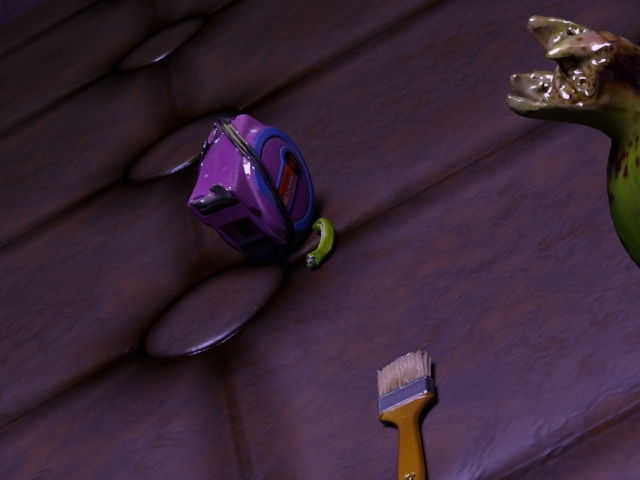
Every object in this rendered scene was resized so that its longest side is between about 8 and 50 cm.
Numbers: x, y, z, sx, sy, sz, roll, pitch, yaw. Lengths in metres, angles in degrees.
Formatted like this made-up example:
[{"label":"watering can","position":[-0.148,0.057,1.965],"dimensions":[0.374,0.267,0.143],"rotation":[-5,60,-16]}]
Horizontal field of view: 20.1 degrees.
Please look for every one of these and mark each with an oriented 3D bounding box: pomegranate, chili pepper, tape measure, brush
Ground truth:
[{"label":"pomegranate","position":[0.244,-0.065,1.092],"dimensions":[0.211,0.263,0.211],"rotation":[-159,90,-82]},{"label":"chili pepper","position":[-0.001,-0.001,1.568],"dimensions":[0.030,0.017,0.083],"rotation":[-24,22,21]},{"label":"tape measure","position":[-0.063,-0.048,1.609],"dimensions":[0.074,0.125,0.118],"rotation":[-18,40,28]},{"label":"brush","position":[0.058,0.124,1.212],"dimensions":[0.043,0.014,0.170],"rotation":[-27,22,13]}]
